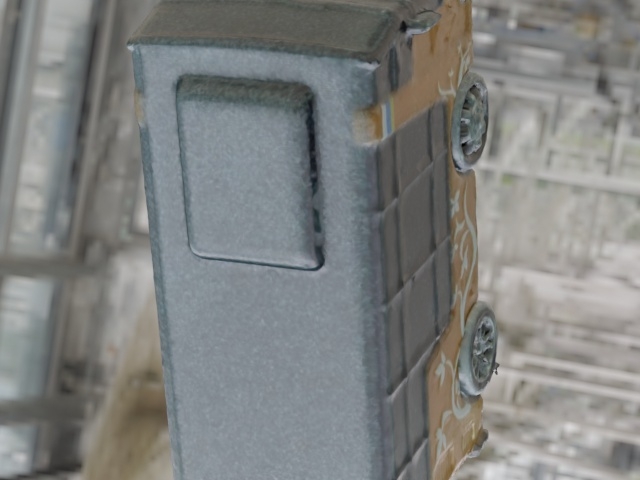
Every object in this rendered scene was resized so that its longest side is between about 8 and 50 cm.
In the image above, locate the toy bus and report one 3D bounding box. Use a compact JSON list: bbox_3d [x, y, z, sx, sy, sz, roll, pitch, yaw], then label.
[{"bbox_3d":[0.000,0.000,0.942,0.138,0.275,0.167,7,-156,22],"label":"toy bus"}]
